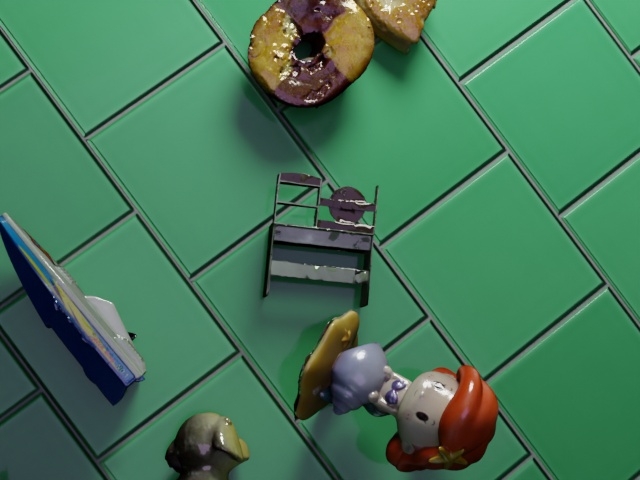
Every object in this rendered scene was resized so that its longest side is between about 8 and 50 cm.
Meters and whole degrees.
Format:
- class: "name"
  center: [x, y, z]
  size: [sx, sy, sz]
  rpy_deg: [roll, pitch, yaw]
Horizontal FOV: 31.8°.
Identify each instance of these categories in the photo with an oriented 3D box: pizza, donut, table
- class: "pizza"
  center: [0.106, -0.386, 1.667]
  size: [0.182, 0.062, 0.161]
  rpy_deg: [39, 86, 3]
- class: "donut"
  center: [-0.017, -0.274, 1.623]
  size: [0.166, 0.073, 0.184]
  rpy_deg: [37, 80, -4]
- class: "table"
  center: [0.000, 0.000, 1.597]
  size: [0.146, 0.062, 0.175]
  rpy_deg: [7, 83, -8]

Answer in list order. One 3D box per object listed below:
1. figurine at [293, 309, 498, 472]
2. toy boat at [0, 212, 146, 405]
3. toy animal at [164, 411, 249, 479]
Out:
- class: "figurine"
  center: [0.118, 0.219, 1.514]
  size: [0.257, 0.208, 0.181]
  rpy_deg: [25, 36, 21]
- class: "toy boat"
  center: [-0.336, 0.080, 1.501]
  size: [0.088, 0.129, 0.295]
  rpy_deg: [-39, 89, -11]
- class: "toy animal"
  center: [-0.166, 0.353, 1.506]
  size: [0.168, 0.121, 0.233]
  rpy_deg: [41, 89, 14]
